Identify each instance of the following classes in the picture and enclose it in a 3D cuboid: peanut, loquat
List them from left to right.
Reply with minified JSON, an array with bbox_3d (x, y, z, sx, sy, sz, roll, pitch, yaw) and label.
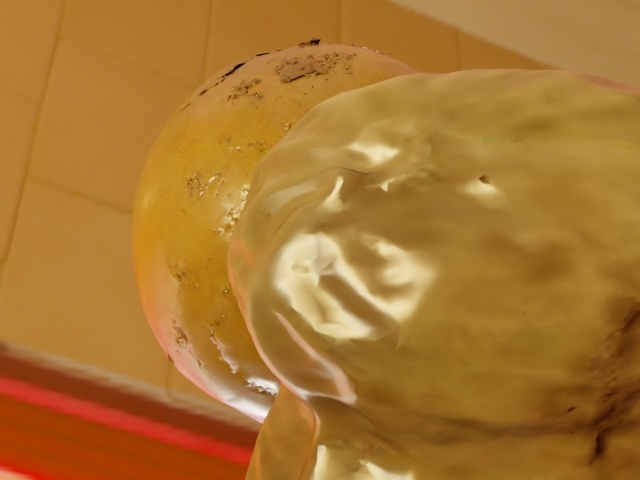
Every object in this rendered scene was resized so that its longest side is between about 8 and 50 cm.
[{"bbox_3d":[0.000,0.000,0.840,0.235,0.235,0.235,0,-45,0],"label":"loquat"},{"bbox_3d":[0.064,0.054,0.519,0.196,0.110,0.233,1,-75,-1],"label":"peanut"}]
